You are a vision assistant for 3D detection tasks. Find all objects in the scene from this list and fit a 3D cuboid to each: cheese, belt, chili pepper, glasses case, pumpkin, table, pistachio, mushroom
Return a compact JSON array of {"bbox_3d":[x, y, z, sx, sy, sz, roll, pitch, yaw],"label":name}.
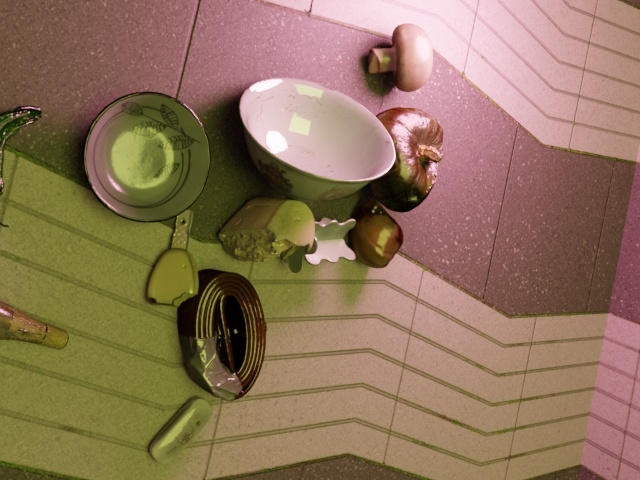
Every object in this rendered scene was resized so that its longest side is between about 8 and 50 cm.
[{"bbox_3d":[-0.357,0.044,1.818,0.050,0.127,0.256,65,33,-74],"label":"cheese"},{"bbox_3d":[-0.257,0.246,1.890,0.217,0.122,0.339,-10,100,-38],"label":"belt"},{"bbox_3d":[-0.693,-0.177,1.553,0.122,0.065,0.279,21,77,-33],"label":"chili pepper"},{"bbox_3d":[-0.362,0.494,1.876,0.193,0.049,0.074,-47,119,-26],"label":"glasses case"},{"bbox_3d":[0.237,-0.266,2.140,0.232,0.242,0.325,33,60,-40],"label":"pumpkin"},{"bbox_3d":[0.000,0.000,2.051,0.198,0.166,0.167,-6,98,-45],"label":"table"},{"bbox_3d":[0.167,-0.020,2.196,0.165,0.130,0.210,-11,98,3],"label":"pistachio"},{"bbox_3d":[0.239,-0.549,2.179,0.204,0.204,0.204,-4,96,-37],"label":"mushroom"}]

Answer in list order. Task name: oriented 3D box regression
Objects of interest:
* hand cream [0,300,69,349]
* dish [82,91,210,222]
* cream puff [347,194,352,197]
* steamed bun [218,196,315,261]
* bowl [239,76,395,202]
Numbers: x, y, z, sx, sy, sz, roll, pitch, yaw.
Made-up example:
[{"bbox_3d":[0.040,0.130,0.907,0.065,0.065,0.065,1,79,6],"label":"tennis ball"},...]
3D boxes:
[{"bbox_3d":[-0.657,0.197,1.615,0.203,0.084,0.084,28,77,-43],"label":"hand cream"},{"bbox_3d":[-0.426,-0.199,1.733,0.316,0.106,0.317,-5,99,-35],"label":"dish"},{"bbox_3d":[0.052,-0.196,2.110,0.149,0.084,0.149,1,89,-39],"label":"cream puff"},{"bbox_3d":[-0.124,-0.013,1.902,0.200,0.225,0.170,-45,119,-27],"label":"steamed bun"},{"bbox_3d":[-0.036,-0.230,1.925,0.434,0.435,0.196,-9,141,-37],"label":"bowl"}]
